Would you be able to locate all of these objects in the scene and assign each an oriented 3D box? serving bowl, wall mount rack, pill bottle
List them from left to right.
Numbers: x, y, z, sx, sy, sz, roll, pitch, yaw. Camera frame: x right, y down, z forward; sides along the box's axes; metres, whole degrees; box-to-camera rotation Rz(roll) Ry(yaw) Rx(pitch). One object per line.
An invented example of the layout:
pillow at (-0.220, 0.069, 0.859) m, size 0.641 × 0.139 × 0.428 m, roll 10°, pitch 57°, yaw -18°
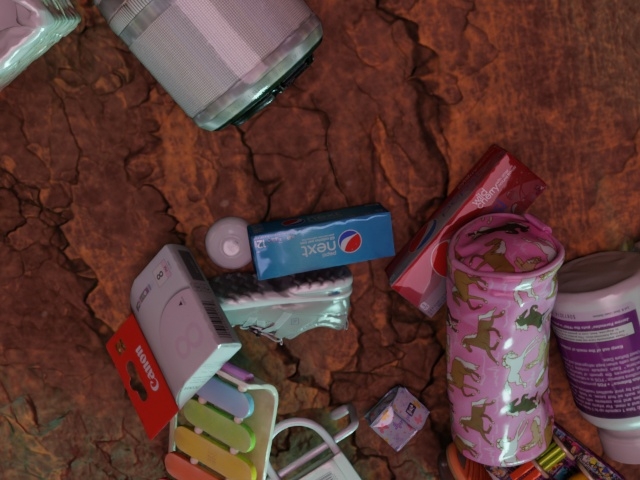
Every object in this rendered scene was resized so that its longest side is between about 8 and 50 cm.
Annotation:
serving bowl at (-0.135, 0.006, 1.377) m, size 0.083 × 0.027 × 0.083 m, roll -1°, pitch 104°, yaw -4°
wall mount rack at (-0.020, 0.433, 1.451) m, size 0.304 × 0.130 × 0.350 m, roll -32°, pitch 103°, yaw 2°
pill bottle at (0.458, 0.182, 1.386) m, size 0.169 × 0.169 × 0.301 m, roll -19°, pitch 105°, yaw 2°

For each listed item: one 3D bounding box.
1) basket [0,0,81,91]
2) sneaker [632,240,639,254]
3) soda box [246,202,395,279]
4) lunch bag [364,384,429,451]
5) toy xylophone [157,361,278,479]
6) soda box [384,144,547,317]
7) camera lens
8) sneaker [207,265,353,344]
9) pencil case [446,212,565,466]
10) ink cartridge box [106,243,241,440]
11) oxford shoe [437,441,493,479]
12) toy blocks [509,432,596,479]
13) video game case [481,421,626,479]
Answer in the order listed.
basket at (-0.540, -0.307, 1.147) m, size 0.328 × 0.266 × 0.331 m, roll -38°, pitch 104°, yaw 6°
sneaker at (0.600, 0.091, 1.411) m, size 0.151 × 0.094 × 0.255 m, roll -24°, pitch 106°, yaw 0°
soda box at (0.000, 0.000, 1.352) m, size 0.210 × 0.067 × 0.071 m, roll -10°, pitch 106°, yaw -7°
lunch bag at (0.125, 0.283, 1.453) m, size 0.083 × 0.053 × 0.071 m, roll -45°, pitch 104°, yaw -1°
toy xylophone at (-0.169, 0.313, 1.365) m, size 0.236 × 0.081 × 0.322 m, roll 11°, pitch 104°, yaw 35°
soda box at (0.213, -0.016, 1.358) m, size 0.083 × 0.092 × 0.263 m, roll 38°, pitch 100°, yaw -11°
camera lens at (-0.149, -0.300, 1.197) m, size 0.219 × 0.219 × 0.274 m, roll -40°, pitch 103°, yaw 7°
sneaker at (-0.086, 0.113, 1.369) m, size 0.281 × 0.105 × 0.115 m, roll -6°, pitch 112°, yaw 2°
pencil case at (0.266, 0.149, 1.318) m, size 0.160 × 0.167 × 0.386 m, roll 7°, pitch 127°, yaw 20°
ink cartridge box at (-0.234, 0.150, 1.311) m, size 0.232 × 0.066 × 0.189 m, roll -44°, pitch 59°, yaw 20°
oxford shoe at (0.240, 0.491, 1.439) m, size 0.133 × 0.130 × 0.363 m, roll -18°, pitch 102°, yaw 19°
toy blocks at (0.354, 0.396, 1.450) m, size 0.148 × 0.054 × 0.123 m, roll -41°, pitch 104°, yaw 7°
video game case at (0.359, 0.410, 1.505) m, size 0.232 × 0.042 × 0.210 m, roll 38°, pitch 100°, yaw -12°
